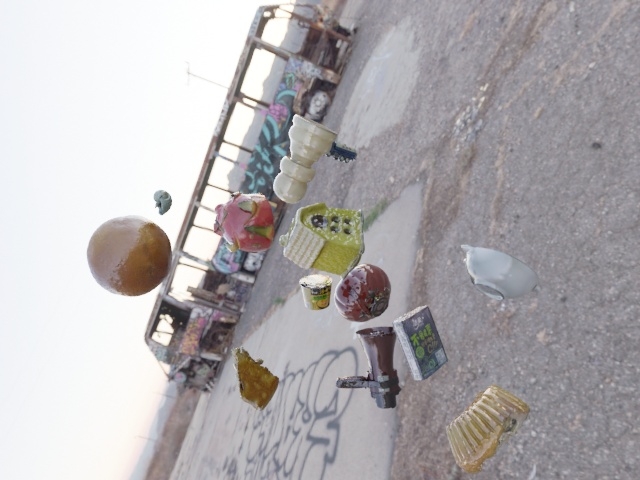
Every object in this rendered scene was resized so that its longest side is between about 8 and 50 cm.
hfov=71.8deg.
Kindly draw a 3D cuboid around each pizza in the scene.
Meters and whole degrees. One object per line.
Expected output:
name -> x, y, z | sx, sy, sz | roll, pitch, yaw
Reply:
pizza -> -0.281, 0.555, 1.790 | 0.071, 0.297, 0.189 | -8, 40, 33

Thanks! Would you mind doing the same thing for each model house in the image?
model house -> 0.000, 0.000, 1.375 | 0.193, 0.234, 0.175 | 119, 153, -53

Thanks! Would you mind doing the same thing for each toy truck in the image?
toy truck -> 0.091, -0.441, 2.192 | 0.074, 0.201, 0.088 | 35, 110, 58

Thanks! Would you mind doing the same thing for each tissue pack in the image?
tissue pack -> 0.378, 0.384, 1.665 | 0.073, 0.173, 0.236 | -23, 88, 51

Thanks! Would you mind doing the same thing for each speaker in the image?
speaker -> 0.216, 0.536, 1.865 | 0.198, 0.259, 0.330 | 169, 103, -65

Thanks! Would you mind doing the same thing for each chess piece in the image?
chess piece -> -0.074, -0.277, 1.572 | 0.167, 0.167, 0.300 | -101, 36, -72

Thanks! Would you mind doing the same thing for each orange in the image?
orange -> -0.602, 0.043, 1.401 | 0.264, 0.264, 0.264 | -161, 90, -81

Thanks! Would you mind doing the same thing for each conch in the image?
conch -> -0.507, -0.123, 1.430 | 0.076, 0.056, 0.085 | 58, 151, 21

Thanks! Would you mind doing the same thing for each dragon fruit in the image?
dragon fruit -> -0.371, -0.078, 2.064 | 0.305, 0.225, 0.306 | 4, 95, 60

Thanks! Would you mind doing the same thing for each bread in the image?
bread -> 0.485, 0.554, 1.312 | 0.274, 0.149, 0.274 | -34, -30, -23

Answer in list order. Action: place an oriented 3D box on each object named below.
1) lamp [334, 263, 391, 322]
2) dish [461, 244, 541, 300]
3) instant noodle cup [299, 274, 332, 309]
lamp -> 0.209, 0.260, 2.174 | 0.257, 0.303, 0.303 | 37, 113, 41
dish -> 0.496, 0.115, 1.257 | 0.086, 0.236, 0.228 | -58, -25, -13
instant noodle cup -> -0.019, 0.234, 1.988 | 0.151, 0.151, 0.122 | -99, 8, -70
